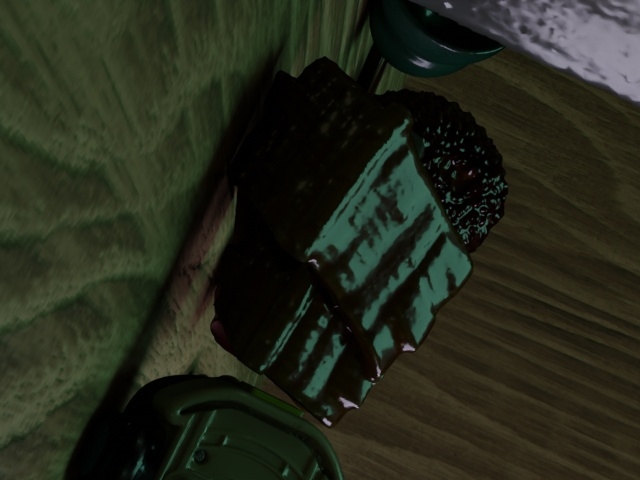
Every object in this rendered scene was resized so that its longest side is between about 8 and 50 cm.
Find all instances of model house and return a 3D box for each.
[{"bbox_3d":[0.000,0.000,1.084,0.199,0.219,0.229,-42,169,-1],"label":"model house"}]

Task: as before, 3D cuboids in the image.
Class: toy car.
[{"bbox_3d":[-0.111,0.213,1.087,0.248,0.204,0.198,-63,-160,-4],"label":"toy car"}]

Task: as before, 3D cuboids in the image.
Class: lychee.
[{"bbox_3d":[0.102,-0.069,1.910,0.271,0.271,0.271,25,90,-87],"label":"lychee"}]

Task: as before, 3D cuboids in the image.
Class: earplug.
[{"bbox_3d":[0.152,-0.302,1.577,0.280,0.164,0.257,-46,-155,48],"label":"earplug"}]

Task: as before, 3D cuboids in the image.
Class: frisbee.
[{"bbox_3d":[0.090,-0.267,2.041,0.251,0.021,0.251,24,90,-87],"label":"frisbee"}]

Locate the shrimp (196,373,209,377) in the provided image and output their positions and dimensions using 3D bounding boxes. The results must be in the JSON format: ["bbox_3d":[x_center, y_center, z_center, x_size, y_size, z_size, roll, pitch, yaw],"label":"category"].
[{"bbox_3d":[-0.156,0.219,1.532,0.099,0.041,0.180,-126,-121,-76],"label":"shrimp"}]

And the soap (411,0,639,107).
[{"bbox_3d":[0.283,-0.289,1.221,0.213,0.435,0.350,120,-7,-55],"label":"soap"}]

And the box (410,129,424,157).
[{"bbox_3d":[0.031,-0.078,1.626,0.093,0.124,0.172,-55,-178,33],"label":"box"}]

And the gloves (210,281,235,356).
[{"bbox_3d":[-0.016,0.003,1.386,0.241,0.126,0.145,-54,167,-33],"label":"gloves"}]
